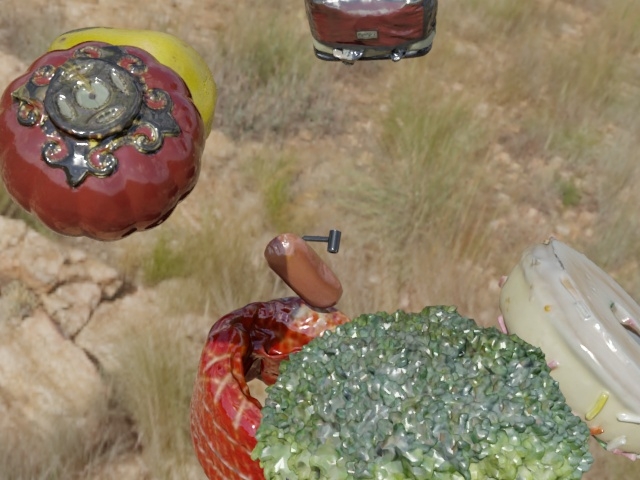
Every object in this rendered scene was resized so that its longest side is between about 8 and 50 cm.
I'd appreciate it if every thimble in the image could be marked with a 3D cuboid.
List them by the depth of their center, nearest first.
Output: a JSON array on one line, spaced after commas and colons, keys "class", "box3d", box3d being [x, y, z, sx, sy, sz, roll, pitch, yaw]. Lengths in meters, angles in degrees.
[{"class": "thimble", "box3d": [-0.059, 0.286, 1.678, 0.350, 0.230, 0.350, 9, 44, -9]}]

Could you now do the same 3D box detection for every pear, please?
[{"class": "pear", "box3d": [-0.369, -0.286, 1.858, 0.336, 0.285, 0.285, 24, 37, 14]}]

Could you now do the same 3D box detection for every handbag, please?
[{"class": "handbag", "box3d": [0.098, -0.434, 1.820, 0.254, 0.181, 0.181, -2, 53, 7]}]

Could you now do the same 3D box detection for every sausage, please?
[{"class": "sausage", "box3d": [-0.027, 0.055, 1.613, 0.077, 0.194, 0.077, -20, 48, 23]}]

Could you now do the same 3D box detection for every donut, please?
[{"class": "donut", "box3d": [0.422, 0.170, 1.450, 0.382, 0.142, 0.382, 37, 23, -19]}]

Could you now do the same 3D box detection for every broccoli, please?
[{"class": "broccoli", "box3d": [0.078, 0.182, 0.862, 0.235, 0.260, 0.288, 20, 6, -40]}]

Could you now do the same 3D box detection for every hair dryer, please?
[{"class": "hair dryer", "box3d": [0.000, 0.000, 1.959, 0.083, 0.026, 0.047, 5, 73, 16]}]

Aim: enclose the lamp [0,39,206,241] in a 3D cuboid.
[{"class": "lamp", "box3d": [-0.238, -0.105, 1.030, 0.227, 0.227, 0.227, 10, 36, -7]}]
